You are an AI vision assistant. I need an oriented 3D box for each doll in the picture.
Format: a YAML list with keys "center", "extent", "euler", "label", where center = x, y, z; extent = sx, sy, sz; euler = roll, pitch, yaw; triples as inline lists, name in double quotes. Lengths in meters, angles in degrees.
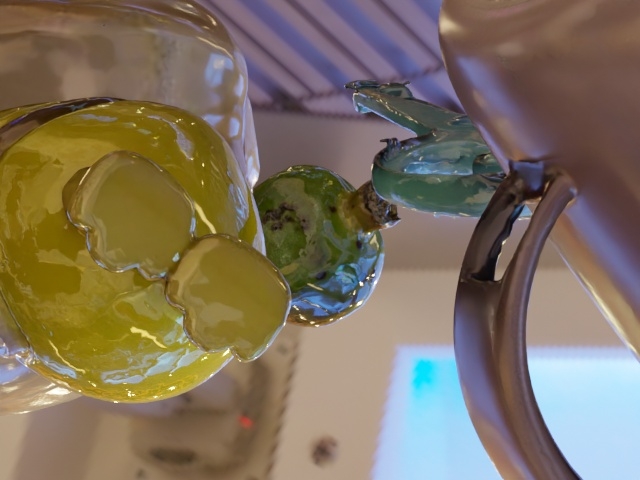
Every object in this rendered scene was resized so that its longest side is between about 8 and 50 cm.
- center: [-0.123, -0.006, 0.972]
  extent: [0.145, 0.199, 0.363]
  euler: [-50, -162, -14]
  label: "doll"

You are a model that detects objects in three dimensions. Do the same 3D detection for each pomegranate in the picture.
- center: [-0.010, 0.007, 1.756]
  extent: [0.122, 0.143, 0.169]
  euler: [-34, -171, -33]
  label: "pomegranate"

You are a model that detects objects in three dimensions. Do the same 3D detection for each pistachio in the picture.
- center: [-0.218, -0.029, 1.394]
  extent: [0.445, 0.365, 0.281]
  euler: [-32, -130, 38]
  label: "pistachio"

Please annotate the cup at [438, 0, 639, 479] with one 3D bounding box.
- center: [0.136, -0.023, 0.643]
  extent: [0.253, 0.200, 0.191]
  euler: [-46, -160, -13]
  label: "cup"

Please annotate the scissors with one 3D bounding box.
- center: [0.085, -0.057, 1.167]
  extent: [0.393, 0.180, 0.032]
  euler: [-145, -126, -70]
  label: "scissors"
